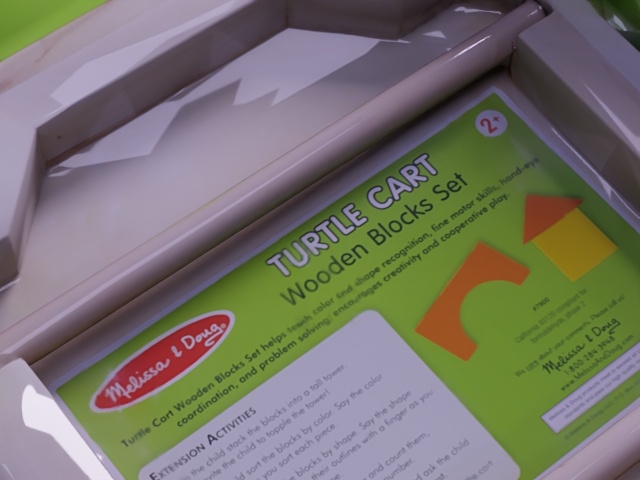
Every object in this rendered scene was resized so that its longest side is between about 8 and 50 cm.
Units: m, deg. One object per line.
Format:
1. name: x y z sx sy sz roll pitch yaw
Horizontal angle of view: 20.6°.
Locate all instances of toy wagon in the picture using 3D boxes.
1. toy wagon: 0.000 0.000 0.490 0.267 0.068 0.344 -33 65 -19
